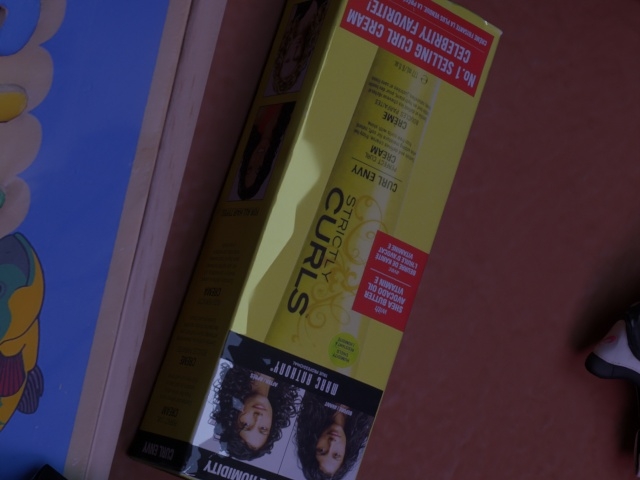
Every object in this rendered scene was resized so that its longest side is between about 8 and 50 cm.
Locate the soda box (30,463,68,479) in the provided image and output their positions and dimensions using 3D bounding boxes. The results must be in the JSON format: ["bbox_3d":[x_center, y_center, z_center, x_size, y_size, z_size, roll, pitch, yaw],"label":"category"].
[{"bbox_3d":[-0.048,0.153,0.529,0.169,0.053,0.060,40,104,-7],"label":"soda box"}]

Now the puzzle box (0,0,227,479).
[{"bbox_3d":[-0.176,0.007,0.455,0.272,0.052,0.409,-7,132,-29],"label":"puzzle box"}]

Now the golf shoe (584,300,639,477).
[{"bbox_3d":[0.201,0.105,0.816,0.086,0.067,0.186,-31,108,1],"label":"golf shoe"}]

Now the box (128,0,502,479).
[{"bbox_3d":[0.000,0.000,0.690,0.087,0.058,0.232,25,78,-28],"label":"box"}]
